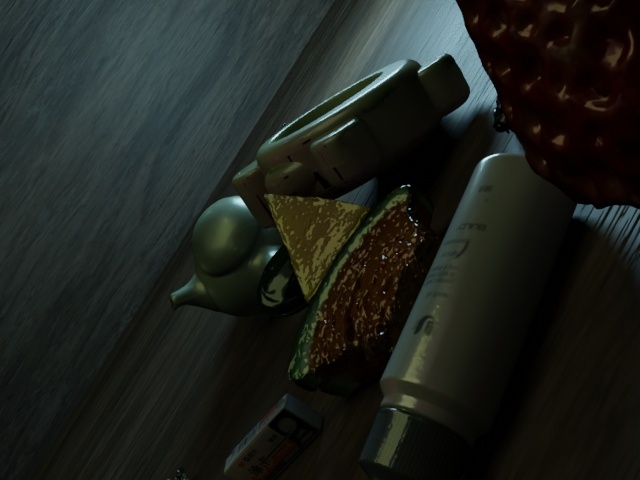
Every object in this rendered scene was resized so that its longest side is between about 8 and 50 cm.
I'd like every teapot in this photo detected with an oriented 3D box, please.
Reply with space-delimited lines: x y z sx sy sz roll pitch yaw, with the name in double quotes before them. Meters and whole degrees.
"teapot" -0.084 0.016 1.244 0.318 0.149 0.220 -6 62 40

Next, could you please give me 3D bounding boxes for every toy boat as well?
"toy boat" -0.009 0.019 1.068 0.104 0.052 0.210 18 54 33

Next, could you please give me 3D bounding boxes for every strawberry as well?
"strawberry" 0.171 -0.121 0.506 0.150 0.280 0.253 -49 26 36

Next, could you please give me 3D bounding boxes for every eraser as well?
"eraser" -0.053 0.225 0.886 0.122 0.052 0.029 -50 15 25

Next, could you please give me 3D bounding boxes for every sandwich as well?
"sandwich" 0.068 0.054 0.834 0.159 0.079 0.235 -12 49 55

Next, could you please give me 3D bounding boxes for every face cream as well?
"face cream" 0.107 0.080 0.615 0.092 0.092 0.311 -25 35 63

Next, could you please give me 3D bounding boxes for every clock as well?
"clock" 0.040 -0.138 1.095 0.284 0.114 0.309 -36 12 -24

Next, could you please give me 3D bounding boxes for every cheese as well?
"cheese" 0.000 0.000 0.974 0.171 0.093 0.126 36 92 45

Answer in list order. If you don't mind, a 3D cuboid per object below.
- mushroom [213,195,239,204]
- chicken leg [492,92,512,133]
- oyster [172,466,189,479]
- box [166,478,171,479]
"mushroom" -0.131 -0.025 1.452 0.154 0.154 0.122 -36 31 53
"chicken leg" 0.256 -0.218 0.849 0.253 0.051 0.106 -58 10 -16
"oyster" -0.203 0.362 1.072 0.108 0.053 0.166 -42 3 -19
"box" -0.147 0.374 0.796 0.221 0.091 0.274 -61 16 -18
